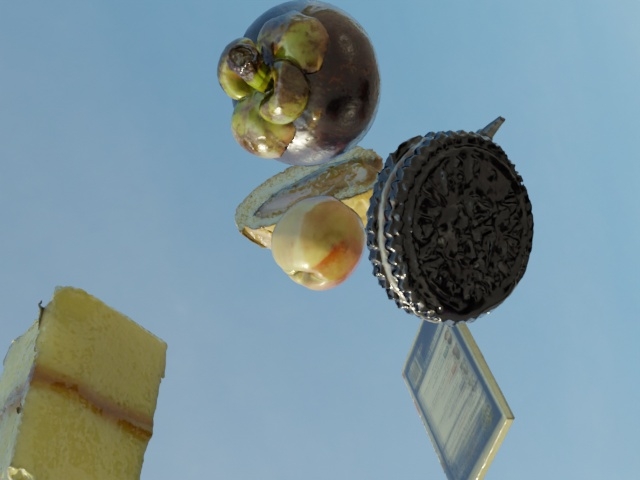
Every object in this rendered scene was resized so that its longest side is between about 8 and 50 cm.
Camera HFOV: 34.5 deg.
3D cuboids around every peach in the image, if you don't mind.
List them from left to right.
[{"bbox_3d":[0.000,0.000,1.957,0.184,0.184,0.184,16,-110,-49],"label":"peach"}]

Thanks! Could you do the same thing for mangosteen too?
[{"bbox_3d":[-0.037,-0.182,1.173,0.217,0.192,0.192,3,-101,-50],"label":"mangosteen"}]

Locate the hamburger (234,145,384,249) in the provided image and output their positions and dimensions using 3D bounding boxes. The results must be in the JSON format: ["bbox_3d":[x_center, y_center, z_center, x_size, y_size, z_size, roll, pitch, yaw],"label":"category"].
[{"bbox_3d":[0.000,-0.048,2.172,0.209,0.330,0.162,67,180,-45],"label":"hamburger"}]

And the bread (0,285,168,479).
[{"bbox_3d":[-0.348,0.206,1.218,0.198,0.236,0.263,47,-140,-44],"label":"bread"}]

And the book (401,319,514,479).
[{"bbox_3d":[0.224,0.260,1.752,0.018,0.228,0.322,2,-142,-21],"label":"book"}]

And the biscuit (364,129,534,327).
[{"bbox_3d":[0.126,-0.012,0.986,0.195,0.053,0.194,-1,-89,-35],"label":"biscuit"}]

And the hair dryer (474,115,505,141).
[{"bbox_3d":[0.217,-0.111,1.615,0.050,0.195,0.173,30,-133,-17],"label":"hair dryer"}]
